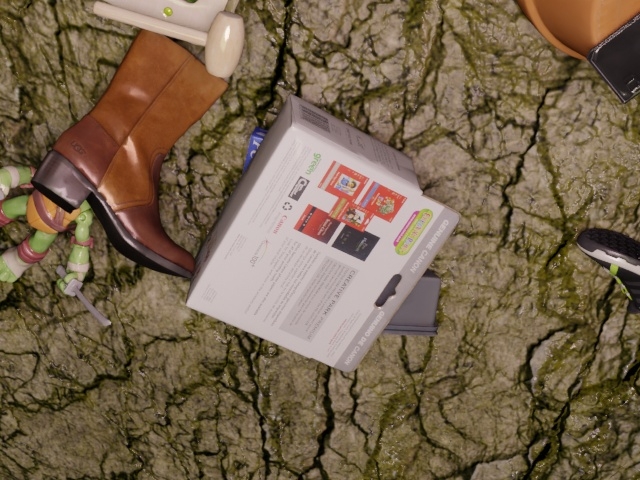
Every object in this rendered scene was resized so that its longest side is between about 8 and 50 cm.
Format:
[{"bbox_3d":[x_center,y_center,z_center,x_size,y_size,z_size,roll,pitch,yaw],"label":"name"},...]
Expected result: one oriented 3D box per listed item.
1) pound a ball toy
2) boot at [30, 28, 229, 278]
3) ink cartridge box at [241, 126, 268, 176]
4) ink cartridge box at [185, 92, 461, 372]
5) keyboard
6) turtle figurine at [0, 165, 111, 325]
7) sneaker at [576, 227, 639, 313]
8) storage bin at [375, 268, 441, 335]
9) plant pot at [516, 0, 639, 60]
[{"bbox_3d":[-0.215,-0.351,1.086,0.319,0.208,0.135,26,116,-5],"label":"pound a ball toy"},{"bbox_3d":[-0.221,-0.116,1.212,0.264,0.096,0.280,38,71,-16],"label":"boot"},{"bbox_3d":[-0.076,-0.059,1.297,0.097,0.046,0.207,14,116,-1],"label":"ink cartridge box"},{"bbox_3d":[0.000,0.000,1.226,0.272,0.130,0.309,26,113,-16],"label":"ink cartridge box"},{"bbox_3d":[0.388,-0.222,0.928,0.180,0.023,0.108,-37,116,24],"label":"keyboard"},{"bbox_3d":[-0.434,-0.007,1.261,0.266,0.274,0.198,-20,146,39],"label":"turtle figurine"},{"bbox_3d":[0.471,0.067,1.271,0.235,0.084,0.097,25,117,-5],"label":"sneaker"},{"bbox_3d":[0.117,0.084,1.317,0.135,0.098,0.091,6,106,-22],"label":"storage bin"},{"bbox_3d":[0.382,-0.312,0.999,0.291,0.203,0.290,-2,129,-2],"label":"plant pot"}]
